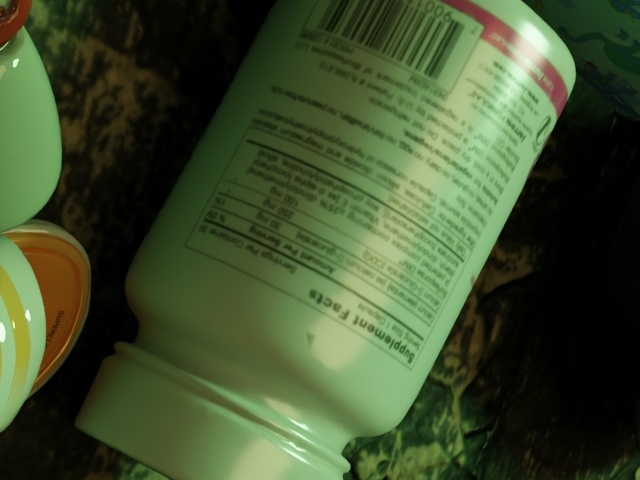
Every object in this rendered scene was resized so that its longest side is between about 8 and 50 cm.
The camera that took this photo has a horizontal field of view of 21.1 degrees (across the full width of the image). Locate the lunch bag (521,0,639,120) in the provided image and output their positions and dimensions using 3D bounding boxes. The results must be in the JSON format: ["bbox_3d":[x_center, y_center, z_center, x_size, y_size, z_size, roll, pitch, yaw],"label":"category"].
[{"bbox_3d":[0.171,-0.154,0.957,0.219,0.176,0.090,39,74,-19],"label":"lunch bag"}]

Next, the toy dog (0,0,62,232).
[{"bbox_3d":[-0.181,-0.169,0.682,0.220,0.161,0.334,-9,123,-51],"label":"toy dog"}]

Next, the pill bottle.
[{"bbox_3d":[0.000,0.000,0.875,0.160,0.160,0.283,37,78,-44],"label":"pill bottle"}]

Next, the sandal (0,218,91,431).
[{"bbox_3d":[-0.199,0.067,0.763,0.265,0.076,0.102,-19,117,-39],"label":"sandal"}]

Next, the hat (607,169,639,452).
[{"bbox_3d":[0.284,-0.003,1.171,0.331,0.134,0.331,-29,140,-27],"label":"hat"}]
